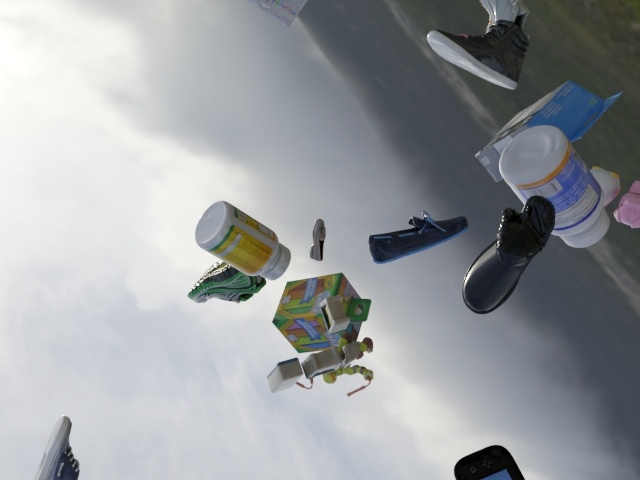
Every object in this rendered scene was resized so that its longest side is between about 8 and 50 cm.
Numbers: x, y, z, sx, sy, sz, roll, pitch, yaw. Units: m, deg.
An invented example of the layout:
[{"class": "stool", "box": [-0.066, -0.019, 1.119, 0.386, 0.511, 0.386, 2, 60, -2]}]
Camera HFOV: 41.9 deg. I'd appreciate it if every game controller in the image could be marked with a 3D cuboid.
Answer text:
[{"class": "game controller", "box": [0.468, 0.681, 2.119, 0.067, 0.166, 0.319, 103, 147, -52]}]

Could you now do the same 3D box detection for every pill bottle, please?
[{"class": "pill bottle", "box": [-0.167, 0.008, 1.864, 0.208, 0.117, 0.118, 33, -158, -36]}, {"class": "pill bottle", "box": [0.509, -0.106, 1.781, 0.272, 0.152, 0.152, 43, -164, -35]}]

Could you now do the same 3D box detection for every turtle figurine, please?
[{"class": "turtle figurine", "box": [0.047, 0.345, 2.391, 0.217, 0.269, 0.087, -46, -56, -50]}]

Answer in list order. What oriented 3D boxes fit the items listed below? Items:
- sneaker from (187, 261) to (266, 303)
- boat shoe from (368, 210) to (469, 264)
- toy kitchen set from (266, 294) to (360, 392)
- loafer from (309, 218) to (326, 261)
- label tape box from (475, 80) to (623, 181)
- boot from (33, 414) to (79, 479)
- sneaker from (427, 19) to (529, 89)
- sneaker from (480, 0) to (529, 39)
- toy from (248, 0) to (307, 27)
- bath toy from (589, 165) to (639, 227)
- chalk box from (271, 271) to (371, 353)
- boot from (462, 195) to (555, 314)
[{"class": "sneaker", "box": [-0.295, 0.149, 2.591, 0.146, 0.343, 0.134, 48, -124, -14]}, {"class": "boat shoe", "box": [0.242, -0.020, 2.059, 0.109, 0.258, 0.089, 169, 81, -77]}, {"class": "toy kitchen set", "box": [-0.032, 0.238, 1.950, 0.122, 0.207, 0.166, 124, 130, -61]}, {"class": "loafer", "box": [0.000, 0.000, 2.387, 0.039, 0.125, 0.045, 25, -153, 31]}, {"class": "label tape box", "box": [0.603, -0.310, 2.229, 0.106, 0.240, 0.333, 50, 149, -5]}, {"class": "boot", "box": [-0.575, 0.487, 1.878, 0.086, 0.190, 0.069, 20, -171, -24]}, {"class": "sneaker", "box": [0.400, -0.500, 2.087, 0.295, 0.147, 0.104, 20, -174, -29]}, {"class": "sneaker", "box": [0.501, -0.632, 2.231, 0.099, 0.121, 0.263, -20, -80, -38]}, {"class": "toy", "box": [-0.057, -0.583, 1.736, 0.136, 0.237, 0.056, 35, 177, 4]}, {"class": "bath toy", "box": [0.778, -0.071, 2.008, 0.348, 0.129, 0.151, 26, 179, 33]}, {"class": "chalk box", "box": [0.024, 0.231, 2.693, 0.179, 0.288, 0.180, 53, -141, -33]}, {"class": "boot", "box": [0.329, 0.029, 1.493, 0.094, 0.246, 0.207, 39, -170, 15]}]
